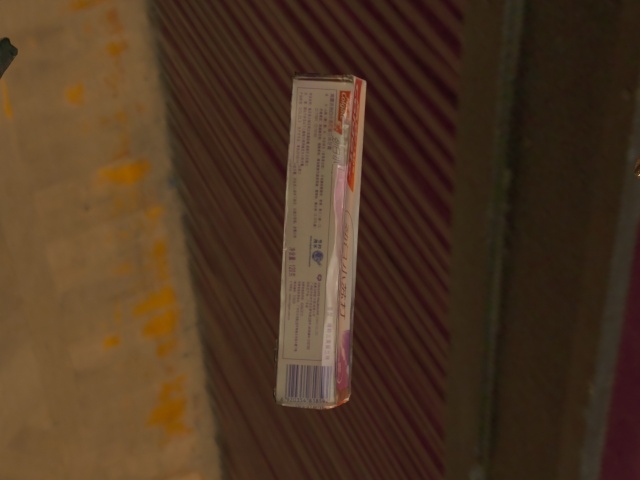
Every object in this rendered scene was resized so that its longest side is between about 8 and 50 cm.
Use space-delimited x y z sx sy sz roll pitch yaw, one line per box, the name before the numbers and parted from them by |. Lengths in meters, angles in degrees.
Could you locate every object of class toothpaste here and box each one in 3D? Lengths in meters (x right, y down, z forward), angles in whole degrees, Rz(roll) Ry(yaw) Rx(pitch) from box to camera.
toothpaste | 0.000 0.000 0.879 0.040 0.047 0.196 3 93 10

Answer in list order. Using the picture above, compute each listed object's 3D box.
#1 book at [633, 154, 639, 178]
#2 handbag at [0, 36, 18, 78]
book | 0.342 -0.018 0.734 0.217 0.310 0.021 -54 174 30
handbag | -0.217 0.020 0.468 0.238 0.326 0.089 -39 112 13
